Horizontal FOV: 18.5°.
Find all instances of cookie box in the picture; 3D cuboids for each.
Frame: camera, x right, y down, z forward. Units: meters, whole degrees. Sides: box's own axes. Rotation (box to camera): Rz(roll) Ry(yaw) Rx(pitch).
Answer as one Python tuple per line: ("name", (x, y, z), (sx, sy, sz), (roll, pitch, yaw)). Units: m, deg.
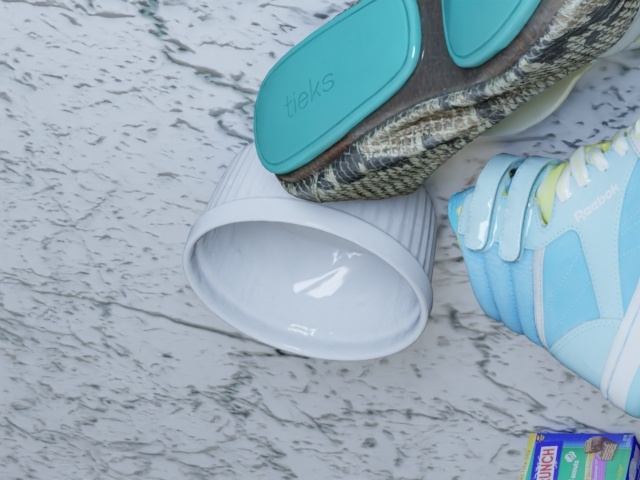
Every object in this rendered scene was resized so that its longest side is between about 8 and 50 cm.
("cookie box", (0.245, 0.230, 1.869), (0.107, 0.092, 0.040), (-3, 140, 27))

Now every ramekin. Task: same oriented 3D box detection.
("ramekin", (0.000, 0.000, 1.621), (0.207, 0.109, 0.207), (13, 147, 8))

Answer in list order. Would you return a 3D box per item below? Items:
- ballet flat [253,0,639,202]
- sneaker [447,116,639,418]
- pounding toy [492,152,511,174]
("ballet flat", (0.121, -0.147, 1.335), (0.182, 0.164, 0.483), (5, 158, -24))
("sneaker", (0.199, -0.049, 1.402), (0.208, 0.127, 0.319), (27, 115, 26))
("pounding toy", (0.250, 0.028, 1.534), (0.236, 0.110, 0.183), (5, 150, 20))
